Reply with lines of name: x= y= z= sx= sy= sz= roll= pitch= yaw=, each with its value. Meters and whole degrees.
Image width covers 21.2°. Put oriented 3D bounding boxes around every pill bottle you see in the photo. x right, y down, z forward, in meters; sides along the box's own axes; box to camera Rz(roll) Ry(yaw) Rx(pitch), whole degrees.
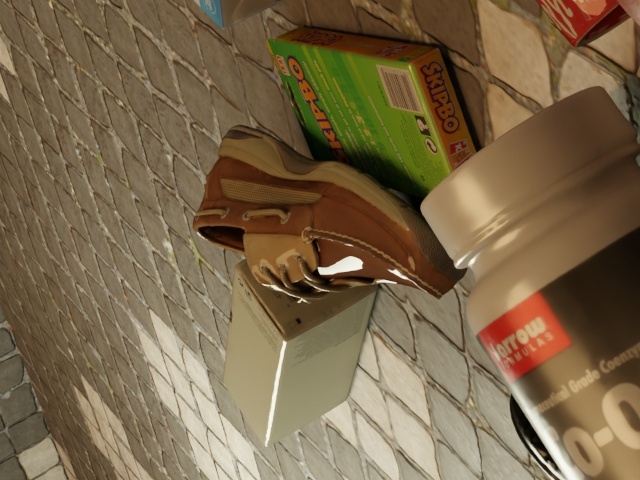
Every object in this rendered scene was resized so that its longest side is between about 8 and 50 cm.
pill bottle: x=0.189 y=0.061 z=1.030 sx=0.283 sy=0.161 sz=0.161 roll=57 pitch=160 yaw=8

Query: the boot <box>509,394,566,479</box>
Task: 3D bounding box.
boot: x=0.226 y=0.225 z=1.264 sx=0.246 sy=0.094 sz=0.207 roll=42 pitch=150 yaw=30

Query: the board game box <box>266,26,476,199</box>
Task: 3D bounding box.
board game box: x=0.039 y=-0.102 z=1.366 sx=0.259 sy=0.039 sz=0.124 roll=18 pitch=135 yaw=60

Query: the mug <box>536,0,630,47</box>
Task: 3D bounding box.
mug: x=0.127 y=-0.202 z=0.904 sx=0.169 sy=0.113 sz=0.150 roll=55 pitch=162 yaw=6

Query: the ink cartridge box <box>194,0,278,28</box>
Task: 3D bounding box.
ink cartridge box: x=-0.112 y=-0.276 z=1.461 sx=0.180 sy=0.060 sz=0.104 roll=47 pitch=157 yaw=34

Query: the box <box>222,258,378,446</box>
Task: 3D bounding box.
box: x=-0.025 y=0.095 z=1.687 sx=0.094 sy=0.113 sz=0.275 roll=54 pitch=158 yaw=20

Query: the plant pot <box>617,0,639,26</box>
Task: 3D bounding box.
plant pot: x=0.213 y=-0.164 z=0.555 sx=0.272 sy=0.272 sz=0.265 roll=61 pitch=169 yaw=-1

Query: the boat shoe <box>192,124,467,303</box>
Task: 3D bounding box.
boat shoe: x=0.000 y=0.000 z=1.419 sx=0.123 sy=0.116 sz=0.324 roll=37 pitch=173 yaw=-33

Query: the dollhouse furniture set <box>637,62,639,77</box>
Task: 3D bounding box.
dollhouse furniture set: x=0.224 y=-0.064 z=0.800 sx=0.151 sy=0.144 sz=0.123 roll=17 pitch=148 yaw=9
